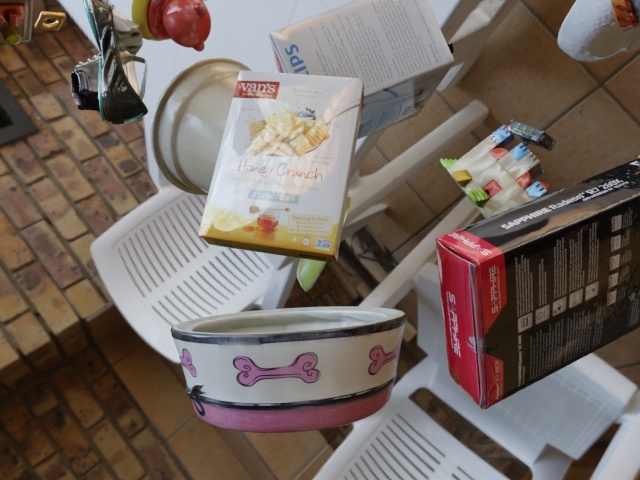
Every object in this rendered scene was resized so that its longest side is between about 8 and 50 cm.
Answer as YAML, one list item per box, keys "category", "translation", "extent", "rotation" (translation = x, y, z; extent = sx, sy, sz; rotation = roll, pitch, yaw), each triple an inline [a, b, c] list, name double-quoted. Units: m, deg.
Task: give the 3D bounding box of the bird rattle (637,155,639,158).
- category: "bird rattle"
  translation: [0.697, -0.082, 0.854]
  extent: [0.253, 0.206, 0.143]
  rotation: [31, 136, 57]

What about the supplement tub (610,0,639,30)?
- category: "supplement tub"
  translation: [0.720, -0.525, 0.881]
  extent: [0.315, 0.193, 0.194]
  rotation: [-9, 114, 42]

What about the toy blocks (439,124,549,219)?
- category: "toy blocks"
  translation: [0.626, -0.210, 1.627]
  extent: [0.190, 0.260, 0.382]
  rotation: [31, -154, -55]

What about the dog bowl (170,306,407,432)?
- category: "dog bowl"
  translation: [-0.050, 0.209, 0.845]
  extent: [0.407, 0.407, 0.151]
  rotation: [-9, 83, 57]

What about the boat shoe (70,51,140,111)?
- category: "boat shoe"
  translation: [-0.613, -0.482, 1.343]
  extent: [0.127, 0.158, 0.341]
  rotation: [-55, 47, 38]

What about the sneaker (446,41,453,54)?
- category: "sneaker"
  translation: [0.464, -0.727, 1.823]
  extent: [0.084, 0.152, 0.058]
  rotation: [-20, 132, 30]

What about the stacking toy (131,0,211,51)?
- category: "stacking toy"
  translation: [-0.232, -0.546, 0.916]
  extent: [0.130, 0.280, 0.309]
  rotation: [26, 143, 12]

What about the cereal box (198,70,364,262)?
- category: "cereal box"
  translation: [-0.045, -0.101, 0.619]
  extent: [0.172, 0.241, 0.047]
  rotation: [7, 165, 9]

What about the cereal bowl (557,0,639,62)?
- category: "cereal bowl"
  translation: [0.776, -0.577, 1.183]
  extent: [0.141, 0.338, 0.339]
  rotation: [55, 152, 21]

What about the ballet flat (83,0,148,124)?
- category: "ballet flat"
  translation: [-0.381, -0.352, 0.908]
  extent: [0.095, 0.096, 0.281]
  rotation: [150, 108, -72]

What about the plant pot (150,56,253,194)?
- category: "plant pot"
  translation: [-0.149, -0.201, 1.067]
  extent: [0.305, 0.333, 0.334]
  rotation: [32, 143, 35]

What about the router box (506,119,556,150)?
- category: "router box"
  translation: [0.651, -0.325, 1.484]
  extent: [0.122, 0.092, 0.038]
  rotation: [43, 112, 46]

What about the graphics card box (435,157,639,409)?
- category: "graphics card box"
  translation: [0.341, 0.050, 0.665]
  extent: [0.094, 0.370, 0.233]
  rotation: [-137, 30, -60]

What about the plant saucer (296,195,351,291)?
- category: "plant saucer"
  translation: [0.000, 0.000, 1.096]
  extent: [0.037, 0.241, 0.241]
  rotation: [25, 149, -6]

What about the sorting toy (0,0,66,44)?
- category: "sorting toy"
  translation: [-0.796, -0.525, 1.171]
  extent: [0.196, 0.347, 0.047]
  rotation: [-24, 91, 53]

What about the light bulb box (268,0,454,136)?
- category: "light bulb box"
  translation: [0.085, -0.410, 1.220]
  extent: [0.358, 0.360, 0.226]
  rotation: [107, 140, -85]
